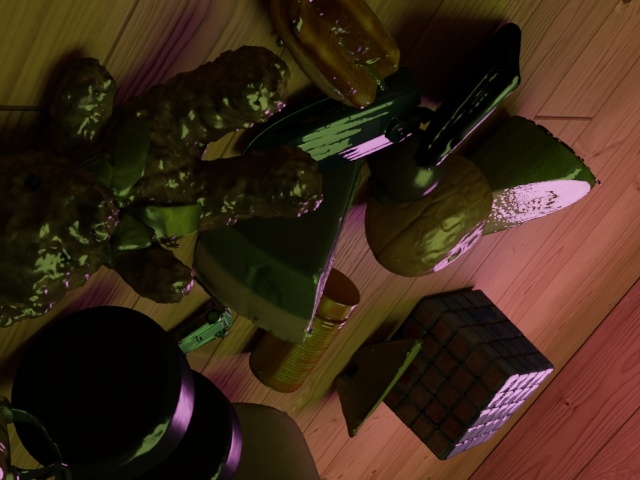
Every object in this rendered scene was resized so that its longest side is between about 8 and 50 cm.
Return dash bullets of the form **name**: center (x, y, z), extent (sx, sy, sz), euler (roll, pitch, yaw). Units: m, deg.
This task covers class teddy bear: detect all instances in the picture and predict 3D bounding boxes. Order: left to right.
- **teddy bear**: center (-0.168, -0.056, 1.040), extent (0.296, 0.246, 0.222), euler (-14, -163, 16)

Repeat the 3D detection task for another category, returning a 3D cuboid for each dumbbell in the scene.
- **dumbbell**: center (-0.229, 0.224, 1.410), extent (0.204, 0.204, 0.322), euler (-41, 156, -7)

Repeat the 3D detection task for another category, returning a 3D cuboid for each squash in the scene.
- **squash**: center (0.291, -0.055, 1.795), extent (0.260, 0.189, 0.189), euler (-48, 156, 2)

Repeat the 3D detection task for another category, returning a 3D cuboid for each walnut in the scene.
- **walnut**: center (0.155, -0.038, 1.648), extent (0.197, 0.165, 0.165), euler (-33, 155, -5)

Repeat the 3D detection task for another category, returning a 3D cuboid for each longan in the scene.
- **longan**: center (0.113, -0.100, 1.542), extent (0.119, 0.106, 0.106), euler (-46, 158, 24)

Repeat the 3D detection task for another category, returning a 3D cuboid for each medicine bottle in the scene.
- **medicine bottle**: center (-0.027, 0.137, 1.722), extent (0.096, 0.096, 0.192), euler (-7, 136, -54)

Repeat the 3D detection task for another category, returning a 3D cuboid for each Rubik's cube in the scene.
- **Rubik's cube**: center (0.275, 0.261, 2.234), extent (0.238, 0.237, 0.237), euler (-54, 156, 22)

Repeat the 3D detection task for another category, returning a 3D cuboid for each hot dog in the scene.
- **hot dog**: center (0.013, -0.221, 1.224), extent (0.104, 0.076, 0.250), euler (-54, 154, 3)

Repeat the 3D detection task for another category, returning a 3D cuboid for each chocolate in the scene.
- **chocolate**: center (-0.150, 0.386, 1.713), extent (0.314, 0.297, 0.326), euler (-16, 156, -4)

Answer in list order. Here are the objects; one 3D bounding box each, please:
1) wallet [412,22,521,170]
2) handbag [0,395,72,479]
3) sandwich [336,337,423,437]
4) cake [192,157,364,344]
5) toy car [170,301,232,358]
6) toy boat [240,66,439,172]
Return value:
- **wallet**: center (0.195, -0.190, 1.450), extent (0.172, 0.045, 0.318), euler (-49, -176, 23)
- **handbag**: center (-0.404, 0.261, 1.175), extent (0.283, 0.149, 0.301), euler (-6, 140, -17)
- **sandwich**: center (0.099, 0.256, 2.138), extent (0.244, 0.088, 0.090), euler (-57, 162, 19)
- **cake**: center (0.003, -0.004, 1.451), extent (0.284, 0.172, 0.158), euler (-30, 155, -33)
- **toy car**: center (-0.175, 0.130, 1.550), extent (0.122, 0.035, 0.059), euler (-31, 154, -8)
- **toy boat**: center (0.013, -0.138, 1.352), extent (0.246, 0.103, 0.093), euler (-23, 145, -20)
